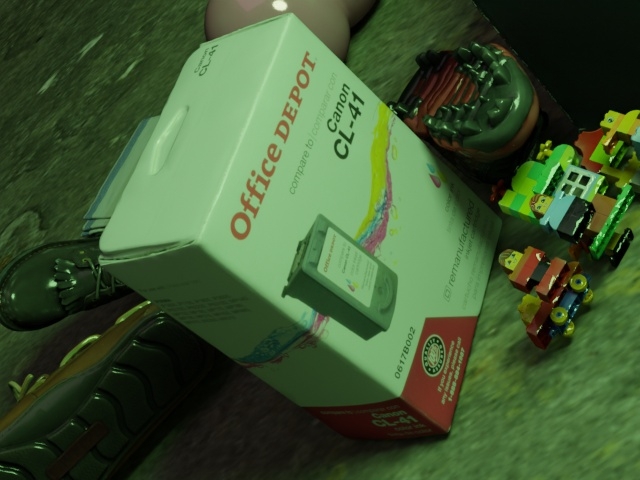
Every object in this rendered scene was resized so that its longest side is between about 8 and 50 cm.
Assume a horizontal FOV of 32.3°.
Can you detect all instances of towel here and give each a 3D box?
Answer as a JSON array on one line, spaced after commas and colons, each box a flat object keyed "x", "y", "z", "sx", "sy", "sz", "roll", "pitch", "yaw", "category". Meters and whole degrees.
[{"x": -0.185, "y": -0.093, "z": 1.450, "sx": 0.285, "sy": 0.034, "sz": 0.209, "roll": -4, "pitch": 53, "yaw": 43, "category": "towel"}]

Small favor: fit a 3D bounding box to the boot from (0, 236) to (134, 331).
[{"x": -0.208, "y": 0.028, "z": 1.224, "sx": 0.263, "sy": 0.091, "sz": 0.229, "roll": -24, "pitch": 12, "yaw": -40, "category": "boot"}]

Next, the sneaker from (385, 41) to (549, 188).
[{"x": 0.151, "y": -0.106, "z": 0.977, "sx": 0.097, "sy": 0.135, "sz": 0.276, "roll": -57, "pitch": 12, "yaw": 3, "category": "sneaker"}]

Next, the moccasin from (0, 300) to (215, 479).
[{"x": -0.275, "y": 0.198, "z": 1.184, "sx": 0.380, "sy": 0.139, "sz": 0.147, "roll": -48, "pitch": 12, "yaw": 0, "category": "moccasin"}]

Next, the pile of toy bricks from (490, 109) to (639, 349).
[{"x": 0.191, "y": -0.031, "z": 0.895, "sx": 0.105, "sy": 0.118, "sz": 0.212, "roll": 24, "pitch": 75, "yaw": 34, "category": "pile of toy bricks"}]

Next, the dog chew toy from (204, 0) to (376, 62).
[{"x": -0.045, "y": -0.269, "z": 1.332, "sx": 0.206, "sy": 0.206, "sz": 0.332, "roll": 0, "pitch": 66, "yaw": 47, "category": "dog chew toy"}]

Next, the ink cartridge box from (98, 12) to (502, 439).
[{"x": 0.000, "y": 0.000, "z": 0.921, "sx": 0.131, "sy": 0.306, "sz": 0.226, "roll": -9, "pitch": 51, "yaw": 43, "category": "ink cartridge box"}]

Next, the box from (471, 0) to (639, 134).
[{"x": 0.253, "y": -0.318, "z": 0.941, "sx": 0.179, "sy": 0.312, "sz": 0.343, "roll": -12, "pitch": 50, "yaw": 40, "category": "box"}]
